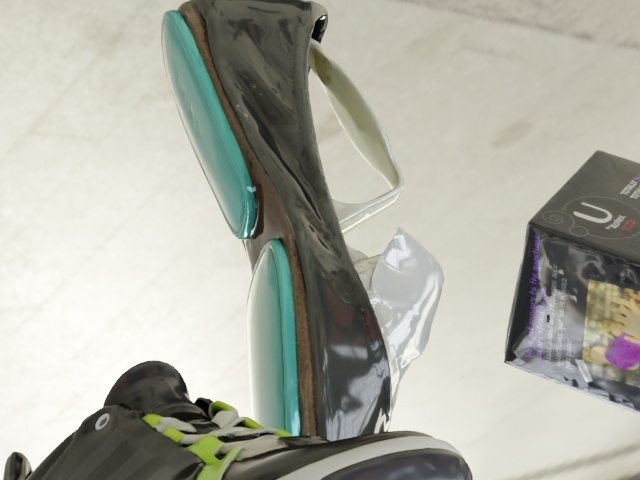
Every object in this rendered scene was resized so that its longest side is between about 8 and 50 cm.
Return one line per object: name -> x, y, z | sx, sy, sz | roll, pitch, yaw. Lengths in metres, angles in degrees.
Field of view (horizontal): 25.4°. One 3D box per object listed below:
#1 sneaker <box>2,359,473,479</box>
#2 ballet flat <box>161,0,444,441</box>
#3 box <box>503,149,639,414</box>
sneaker -> -0.052, 0.081, 0.468 | 0.084, 0.097, 0.234 | 12, 152, -41
ballet flat -> 0.000, 0.000, 0.638 | 0.096, 0.280, 0.095 | -8, 158, -15
box -> 0.309, 0.054, 1.153 | 0.165, 0.270, 0.143 | -39, 142, -49
